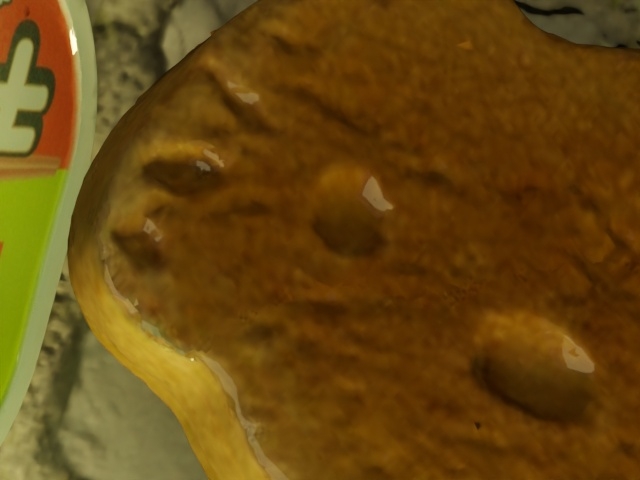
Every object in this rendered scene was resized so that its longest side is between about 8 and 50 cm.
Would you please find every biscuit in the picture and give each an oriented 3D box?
[{"bbox_3d":[0.092,0.032,0.641,0.344,0.057,0.287,44,65,5],"label":"biscuit"}]

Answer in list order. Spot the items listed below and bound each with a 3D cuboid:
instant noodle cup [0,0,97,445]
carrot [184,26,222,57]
[{"bbox_3d":[-0.294,-0.041,0.703,0.308,0.294,0.294,10,80,23],"label":"instant noodle cup"},{"bbox_3d":[0.000,0.000,0.706,0.087,0.087,0.193,-14,71,10],"label":"carrot"}]
